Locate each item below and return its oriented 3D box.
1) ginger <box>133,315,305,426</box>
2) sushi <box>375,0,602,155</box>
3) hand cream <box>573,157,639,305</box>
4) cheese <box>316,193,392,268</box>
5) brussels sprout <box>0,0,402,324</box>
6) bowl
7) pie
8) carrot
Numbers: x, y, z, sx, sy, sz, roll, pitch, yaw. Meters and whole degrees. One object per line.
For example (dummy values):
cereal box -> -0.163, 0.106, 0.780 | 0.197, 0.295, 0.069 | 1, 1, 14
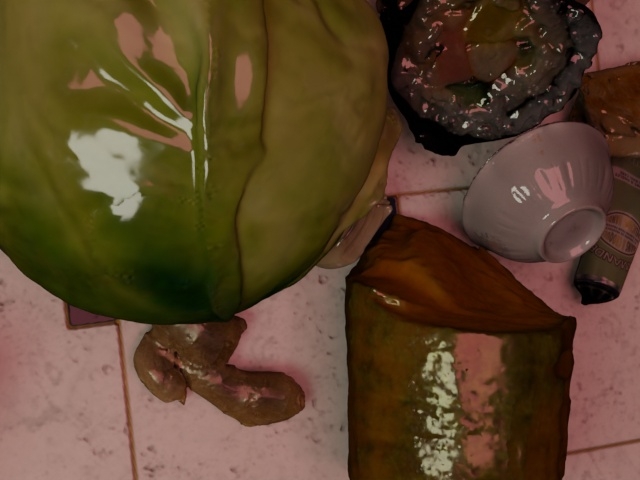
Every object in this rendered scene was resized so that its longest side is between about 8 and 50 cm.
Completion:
ginger -> -0.103, 0.121, 1.142 | 0.214, 0.059, 0.133 | 21, 88, -14
sushi -> 0.169, -0.237, 1.171 | 0.225, 0.219, 0.238 | -32, 133, 20
hand cream -> 0.359, -0.030, 1.292 | 0.086, 0.055, 0.235 | 27, 75, -15
cheese -> 0.004, 0.002, 1.161 | 0.171, 0.092, 0.047 | -50, 127, -12
brussels sprout -> -0.128, -0.104, 0.974 | 0.425, 0.342, 0.361 | 19, 67, -37
bowl -> 0.259, -0.033, 1.187 | 0.189, 0.086, 0.189 | -16, 137, -15
pie -> 0.430, -0.160, 1.299 | 0.282, 0.068, 0.129 | -7, 68, -18
carrot -> 0.144, 0.140, 1.126 | 0.241, 0.241, 0.341 | 1, 89, -17
